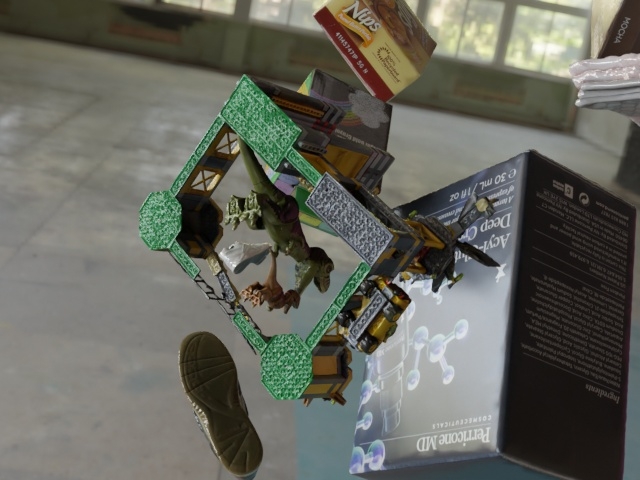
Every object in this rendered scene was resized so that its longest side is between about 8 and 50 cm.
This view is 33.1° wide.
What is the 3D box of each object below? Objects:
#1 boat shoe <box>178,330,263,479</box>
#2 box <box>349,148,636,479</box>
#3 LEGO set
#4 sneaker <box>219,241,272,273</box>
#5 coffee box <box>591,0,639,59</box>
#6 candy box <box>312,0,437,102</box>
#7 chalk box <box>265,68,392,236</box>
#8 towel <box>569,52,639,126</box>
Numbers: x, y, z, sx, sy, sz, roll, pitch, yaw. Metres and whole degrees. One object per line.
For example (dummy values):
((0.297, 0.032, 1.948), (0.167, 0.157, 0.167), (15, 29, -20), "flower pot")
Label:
((-0.140, 0.231, 1.475), (0.080, 0.073, 0.224), (-17, 58, -18), "boat shoe")
((0.227, 0.130, 1.414), (0.212, 0.396, 0.293), (23, -27, -29), "box")
((0.000, 0.000, 1.068), (0.331, 0.255, 0.192), (37, 16, 33), "LEGO set")
((-0.155, 0.023, 2.272), (0.061, 0.054, 0.152), (40, 26, 17), "sneaker")
((0.471, -0.364, 1.541), (0.118, 0.168, 0.297), (16, 45, 0), "coffee box")
((0.099, -0.353, 1.809), (0.183, 0.087, 0.316), (52, 20, -9), "candy box")
((0.004, -0.102, 1.479), (0.132, 0.132, 0.213), (24, 49, -15), "chalk box")
((0.455, -0.128, 1.024), (0.317, 0.053, 0.331), (11, -7, -44), "towel")
